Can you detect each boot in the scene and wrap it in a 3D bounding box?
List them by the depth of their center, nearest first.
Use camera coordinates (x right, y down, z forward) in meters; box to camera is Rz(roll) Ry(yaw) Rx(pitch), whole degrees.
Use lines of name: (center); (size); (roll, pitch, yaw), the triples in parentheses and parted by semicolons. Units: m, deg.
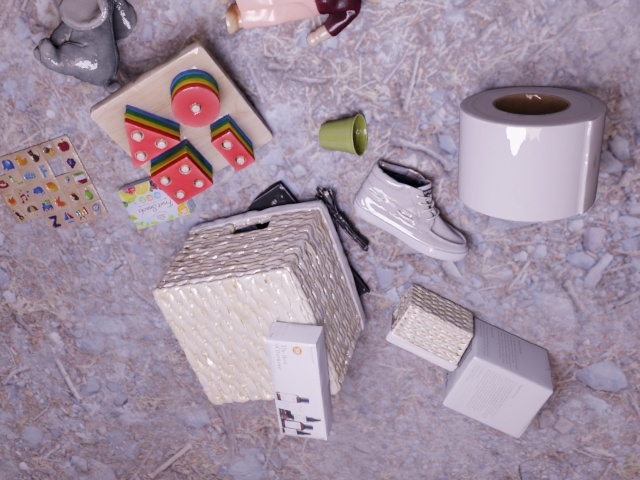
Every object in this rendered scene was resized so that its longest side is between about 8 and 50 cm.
boot: (0.199, -0.060, 1.412); (0.258, 0.095, 0.123); (25, 126, -1)

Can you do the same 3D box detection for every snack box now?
snack box: (-0.359, -0.090, 1.547); (0.141, 0.037, 0.100); (-16, 114, 19)

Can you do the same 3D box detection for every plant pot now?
plant pot: (0.041, -0.206, 1.386); (0.079, 0.083, 0.083); (3, 118, 23)

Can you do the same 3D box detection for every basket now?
basket: (-0.116, 0.138, 1.469); (0.328, 0.266, 0.331); (-10, 119, 21)
basket: (0.238, 0.184, 1.524); (0.167, 0.113, 0.103); (25, 117, -3)

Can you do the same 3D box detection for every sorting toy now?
sorting toy: (-0.261, -0.205, 1.361); (0.257, 0.089, 0.255); (-27, 134, 14)

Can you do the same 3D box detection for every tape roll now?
tape roll: (0.365, -0.159, 1.243); (0.246, 0.246, 0.169); (1, 117, 11)

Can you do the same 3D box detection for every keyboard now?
keyboard: (0.000, 0.000, 1.525); (0.201, 0.033, 0.317); (-30, 109, 30)

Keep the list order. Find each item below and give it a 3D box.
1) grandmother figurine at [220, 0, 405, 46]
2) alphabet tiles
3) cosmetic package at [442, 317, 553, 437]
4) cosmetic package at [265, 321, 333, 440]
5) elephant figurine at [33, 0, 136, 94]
grandmother figurine: (-0.005, -0.450, 1.257); (0.342, 0.104, 0.208); (-2, 144, 10)
alphabet tiles: (-0.624, -0.118, 1.606); (0.237, 0.009, 0.198); (-14, 114, 19)
cosmetic package: (0.380, 0.296, 1.530); (0.183, 0.151, 0.151); (25, 120, -1)
cosmetic package: (-0.036, 0.268, 1.330); (0.098, 0.060, 0.239); (2, 121, 14)
elephant figurine: (-0.436, -0.429, 1.331); (0.186, 0.169, 0.240); (16, 106, -30)
